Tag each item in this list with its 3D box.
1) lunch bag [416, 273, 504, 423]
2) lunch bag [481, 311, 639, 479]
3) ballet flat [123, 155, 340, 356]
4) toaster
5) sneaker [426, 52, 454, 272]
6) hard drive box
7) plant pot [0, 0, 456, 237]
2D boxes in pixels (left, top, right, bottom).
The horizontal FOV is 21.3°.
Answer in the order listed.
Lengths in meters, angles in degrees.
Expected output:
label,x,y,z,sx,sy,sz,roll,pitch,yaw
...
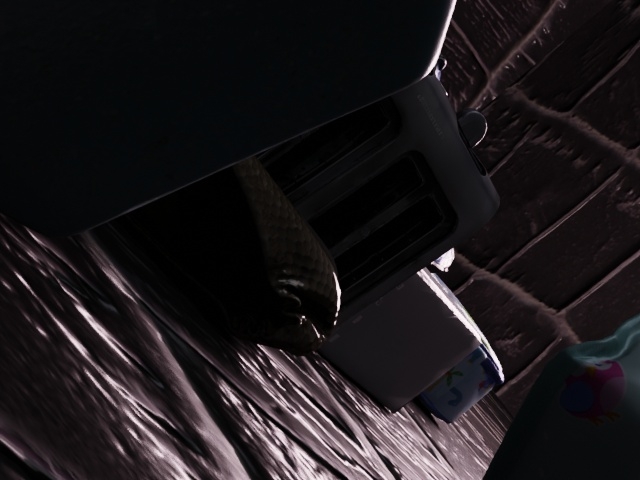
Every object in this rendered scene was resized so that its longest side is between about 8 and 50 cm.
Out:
label,x,y,z,sx,sy,sz,roll,pitch,yaw
lunch bag,0.067,0.052,1.572,0.219,0.090,0.176,50,0,-23
lunch bag,0.177,0.177,0.811,0.223,0.160,0.262,50,-38,22
ballet flat,-0.072,-0.033,0.782,0.250,0.084,0.058,53,26,-28
toaster,-0.015,-0.053,0.906,0.168,0.185,0.110,58,-3,-37
sneaker,0.043,-0.095,1.454,0.330,0.130,0.147,-102,-167,-49
hard drive box,0.000,0.000,1.183,0.181,0.089,0.232,52,4,30
plant pot,-0.083,-0.153,0.565,0.247,0.248,0.252,-124,-168,-61
